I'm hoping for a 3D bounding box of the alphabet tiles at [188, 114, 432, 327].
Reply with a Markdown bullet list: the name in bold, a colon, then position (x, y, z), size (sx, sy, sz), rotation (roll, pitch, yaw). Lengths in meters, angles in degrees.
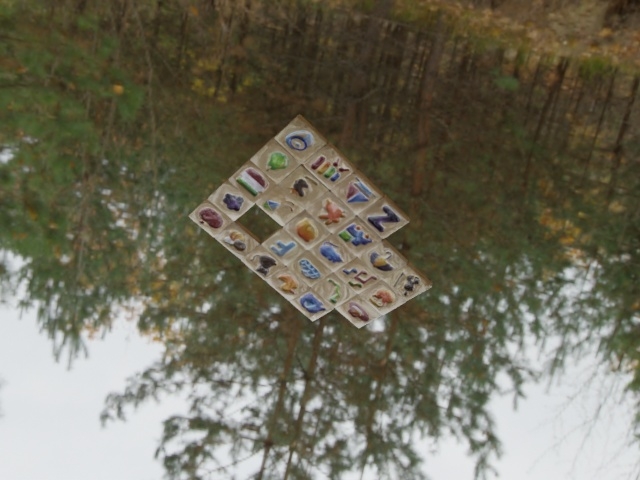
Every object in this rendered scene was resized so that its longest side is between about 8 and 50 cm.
- **alphabet tiles**: position (0.000, 0.000, 0.762), size (0.237, 0.198, 0.009), rotation (42, -142, -16)
